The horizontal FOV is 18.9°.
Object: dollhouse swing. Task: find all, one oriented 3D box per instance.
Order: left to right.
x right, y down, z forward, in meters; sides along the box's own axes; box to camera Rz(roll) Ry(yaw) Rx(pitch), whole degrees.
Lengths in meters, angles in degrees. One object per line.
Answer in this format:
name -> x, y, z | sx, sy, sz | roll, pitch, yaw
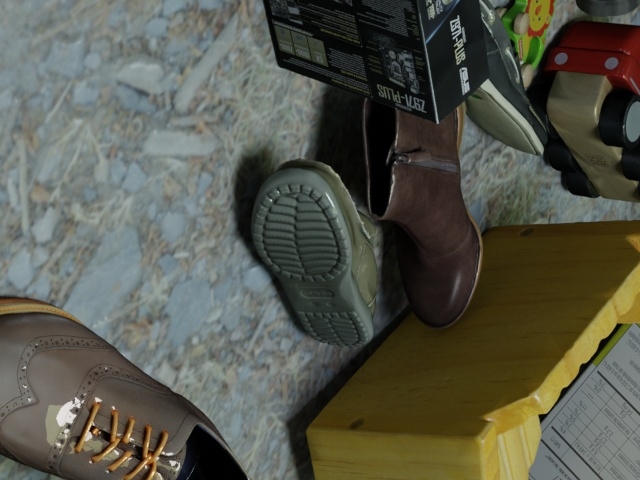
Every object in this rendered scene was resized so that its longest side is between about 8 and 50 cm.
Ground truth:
dollhouse swing -> 0.203, 0.203, 1.950 | 0.347, 0.315, 0.305 | -45, 119, -37

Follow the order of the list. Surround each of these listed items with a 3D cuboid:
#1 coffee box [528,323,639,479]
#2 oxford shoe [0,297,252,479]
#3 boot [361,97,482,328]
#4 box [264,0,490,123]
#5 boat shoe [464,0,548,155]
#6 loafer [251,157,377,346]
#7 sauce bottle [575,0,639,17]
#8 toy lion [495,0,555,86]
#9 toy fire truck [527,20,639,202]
coffee box -> 0.495, 0.270, 2.258 | 0.334, 0.338, 0.338 | -53, 148, 16
oxford shoe -> -0.177, 0.142, 1.550 | 0.364, 0.133, 0.130 | 29, 85, -55
boot -> 0.082, -0.028, 1.809 | 0.207, 0.090, 0.248 | -14, 106, -66
box -> 0.042, -0.199, 1.612 | 0.077, 0.180, 0.147 | -43, 138, -31
boat shoe -> 0.178, -0.159, 1.898 | 0.079, 0.084, 0.233 | -58, 141, -13
loafer -> 0.000, 0.000, 1.763 | 0.251, 0.094, 0.087 | 75, 24, -53
sauce bottle -> 0.279, -0.383, 1.884 | 0.111, 0.111, 0.344 | -41, 137, -33
toy lion -> 0.213, -0.221, 1.960 | 0.096, 0.034, 0.100 | -46, 141, -39
toy fire truck -> 0.354, -0.182, 2.080 | 0.217, 0.159, 0.246 | 46, 60, -52
